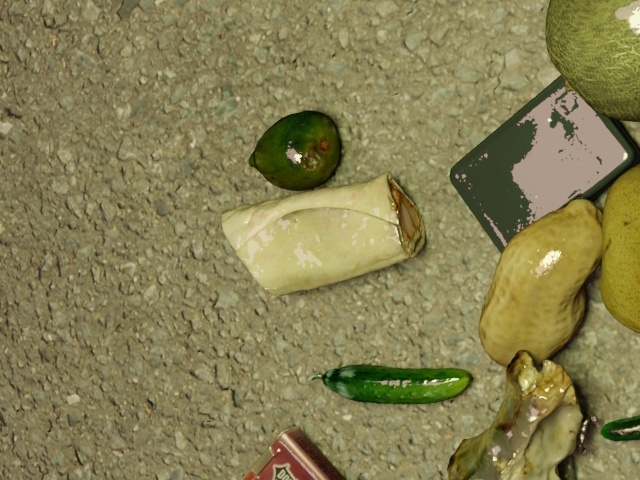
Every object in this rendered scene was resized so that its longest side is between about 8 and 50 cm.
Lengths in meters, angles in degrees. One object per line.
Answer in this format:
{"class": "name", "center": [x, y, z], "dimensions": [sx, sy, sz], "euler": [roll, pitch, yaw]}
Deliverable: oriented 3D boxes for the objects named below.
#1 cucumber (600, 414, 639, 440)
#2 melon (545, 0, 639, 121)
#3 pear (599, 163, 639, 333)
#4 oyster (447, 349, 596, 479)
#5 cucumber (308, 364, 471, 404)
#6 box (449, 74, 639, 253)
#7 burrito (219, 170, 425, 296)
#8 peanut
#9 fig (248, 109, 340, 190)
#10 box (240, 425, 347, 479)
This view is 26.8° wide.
{"class": "cucumber", "center": [0.451, 0.238, 1.728], "dimensions": [0.184, 0.033, 0.036], "euler": [-10, 72, 27]}
{"class": "melon", "center": [0.421, -0.288, 1.604], "dimensions": [0.329, 0.249, 0.248], "euler": [-44, 72, 20]}
{"class": "pear", "center": [0.449, 0.011, 1.629], "dimensions": [0.211, 0.188, 0.228], "euler": [2, 91, 27]}
{"class": "oyster", "center": [0.261, 0.308, 1.753], "dimensions": [0.198, 0.133, 0.337], "euler": [36, 114, 33]}
{"class": "cucumber", "center": [0.098, 0.205, 1.911], "dimensions": [0.250, 0.056, 0.056], "euler": [-1, 92, 28]}
{"class": "box", "center": [0.295, -0.100, 1.789], "dimensions": [0.230, 0.050, 0.160], "euler": [-40, 73, 24]}
{"class": "burrito", "center": [-0.001, -0.004, 1.924], "dimensions": [0.299, 0.105, 0.143], "euler": [-13, 89, 29]}
{"class": "peanut", "center": [0.290, 0.057, 1.747], "dimensions": [0.122, 0.137, 0.253], "euler": [55, 139, 45]}
{"class": "fig", "center": [-0.055, -0.126, 1.958], "dimensions": [0.178, 0.117, 0.117], "euler": [-5, 90, 39]}
{"class": "box", "center": [-0.004, 0.392, 1.965], "dimensions": [0.224, 0.069, 0.120], "euler": [44, 111, 20]}
